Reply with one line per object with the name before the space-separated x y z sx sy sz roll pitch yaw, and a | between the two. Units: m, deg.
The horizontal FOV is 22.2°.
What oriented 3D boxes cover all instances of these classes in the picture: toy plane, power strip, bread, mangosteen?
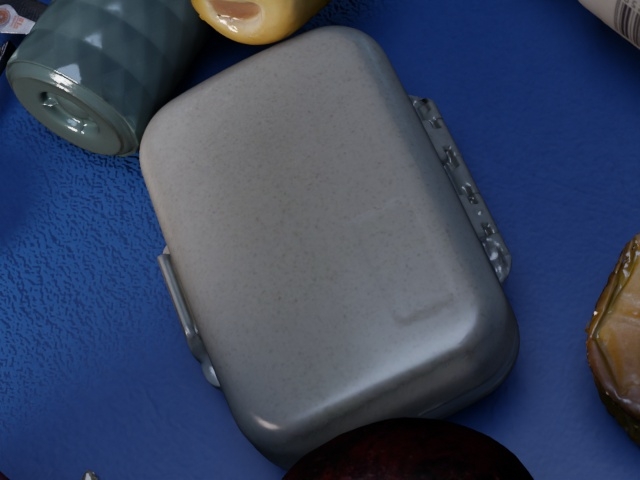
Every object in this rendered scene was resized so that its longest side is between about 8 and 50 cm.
toy plane | -0.350 -0.144 1.581 0.078 0.053 0.197 25 80 14
power strip | -0.276 -0.215 1.611 0.111 0.038 0.029 22 74 18
bread | 0.317 0.088 1.350 0.199 0.104 0.199 -5 63 10
bread | 0.004 -0.286 1.518 0.142 0.091 0.305 -13 30 49
mangosteen | 0.059 0.255 1.227 0.235 0.261 0.235 4 107 14

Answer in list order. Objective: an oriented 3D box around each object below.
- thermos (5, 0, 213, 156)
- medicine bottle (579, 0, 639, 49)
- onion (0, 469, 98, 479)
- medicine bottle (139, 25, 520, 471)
thermos | -0.178 -0.236 1.537 0.182 0.145 0.286 34 69 -14
medicine bottle | 0.330 -0.264 1.438 0.208 0.208 0.340 -44 67 -10
onion | -0.330 0.320 1.272 0.358 0.345 0.358 -8 72 24
medicine bottle | 0.000 0.000 1.409 0.282 0.123 0.375 -27 61 6
